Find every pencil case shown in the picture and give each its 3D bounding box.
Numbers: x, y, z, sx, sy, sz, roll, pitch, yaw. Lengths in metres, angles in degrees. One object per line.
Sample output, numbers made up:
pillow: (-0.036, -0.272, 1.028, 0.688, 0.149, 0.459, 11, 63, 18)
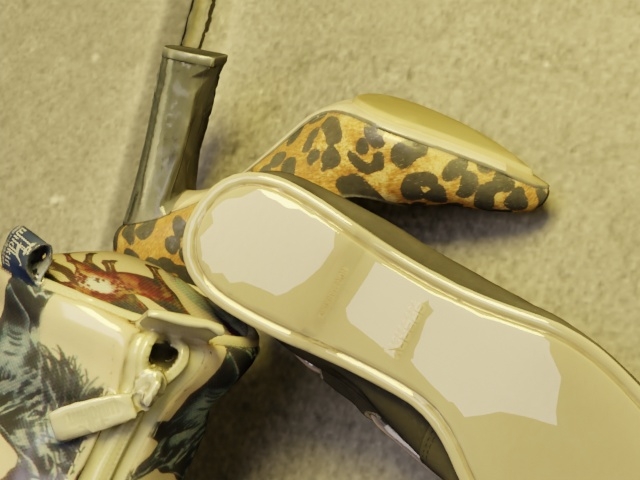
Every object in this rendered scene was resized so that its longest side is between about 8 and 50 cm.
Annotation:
pencil case: (-0.174, 0.203, 0.944, 0.160, 0.183, 0.410, 21, 90, -10)

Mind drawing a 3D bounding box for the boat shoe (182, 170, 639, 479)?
boat shoe: (0.075, 0.070, 0.923, 0.335, 0.095, 0.112, 35, 95, 11)

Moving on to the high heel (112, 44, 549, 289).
high heel: (0.000, 0.000, 1.031, 0.261, 0.093, 0.186, 17, 103, 19)
